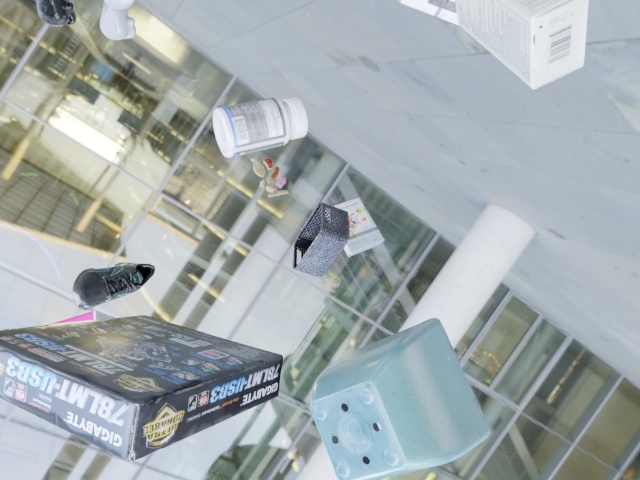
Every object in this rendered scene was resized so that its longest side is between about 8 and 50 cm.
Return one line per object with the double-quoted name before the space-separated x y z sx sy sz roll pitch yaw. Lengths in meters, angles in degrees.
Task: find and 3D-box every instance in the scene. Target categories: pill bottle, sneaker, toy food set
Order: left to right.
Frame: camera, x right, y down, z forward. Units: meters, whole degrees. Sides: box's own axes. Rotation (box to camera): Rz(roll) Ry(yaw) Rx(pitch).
"sneaker" -0.543 0.105 1.375 0.106 0.101 0.267 -10 -169 16
"pill bottle" -0.094 -0.183 0.827 0.078 0.137 0.078 49 148 46
"toy food set" -0.130 -0.166 1.359 0.019 0.077 0.122 120 132 -59

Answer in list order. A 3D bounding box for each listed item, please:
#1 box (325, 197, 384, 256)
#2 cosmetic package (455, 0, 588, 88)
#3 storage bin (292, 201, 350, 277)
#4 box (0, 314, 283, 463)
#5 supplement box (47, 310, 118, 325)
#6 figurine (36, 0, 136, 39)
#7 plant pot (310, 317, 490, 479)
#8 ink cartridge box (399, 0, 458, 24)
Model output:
"box" 0.117 -0.049 1.822 0.186 0.145 0.038 61 153 20
"cosmetic package" 0.386 -0.458 1.038 0.160 0.113 0.310 63 -176 -49
"storage bin" 0.000 0.000 1.408 0.084 0.180 0.122 18 -138 -18
"box" -0.248 0.174 0.707 0.295 0.074 0.293 10 -177 25
"supplement box" -0.448 0.233 1.082 0.220 0.111 0.114 59 -164 -68
"figurine" -0.509 -0.525 1.132 0.214 0.093 0.209 7 180 -22
"plant pot" 0.124 0.320 0.973 0.252 0.247 0.247 -6 -111 -57
"ink cartridge box" 0.360 -0.689 1.374 0.272 0.197 0.114 16 -150 -9
